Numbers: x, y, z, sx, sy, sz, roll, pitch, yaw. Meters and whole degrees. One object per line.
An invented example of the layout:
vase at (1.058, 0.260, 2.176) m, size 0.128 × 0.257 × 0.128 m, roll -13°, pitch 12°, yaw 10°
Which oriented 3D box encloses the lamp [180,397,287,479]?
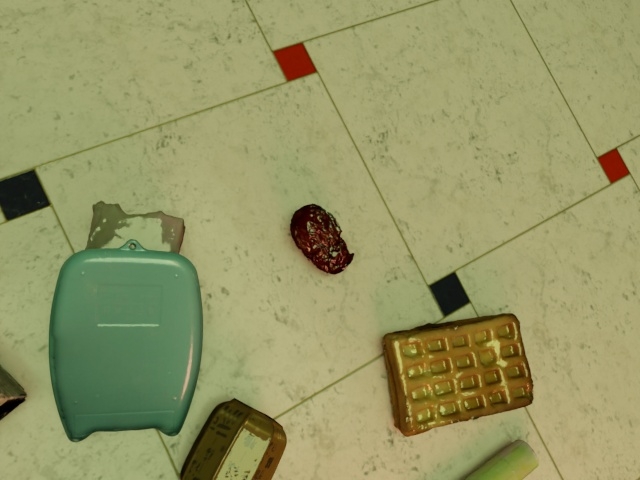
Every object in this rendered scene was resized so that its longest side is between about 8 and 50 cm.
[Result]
lamp at (-0.159, 0.398, 0.974) m, size 0.161 × 0.161 × 0.185 m, roll 32°, pitch 73°, yaw -8°

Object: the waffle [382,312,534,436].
waffle at (0.301, 0.286, 1.174) m, size 0.328 × 0.098 × 0.224 m, roll -8°, pitch 79°, yaw -17°

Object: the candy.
candy at (-0.362, 0.035, 1.001) m, size 0.185 × 0.137 × 0.195 m, roll 13°, pitch 76°, yaw -14°

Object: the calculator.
calculator at (-0.336, 0.184, 0.929) m, size 0.256 × 0.054 × 0.386 m, roll 3°, pitch 103°, yaw -17°

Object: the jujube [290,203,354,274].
jujube at (-0.004, 0.002, 1.141) m, size 0.104 × 0.104 × 0.166 m, roll -33°, pitch 97°, yaw -21°

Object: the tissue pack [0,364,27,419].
tissue pack at (-0.684, 0.305, 0.805) m, size 0.370 × 0.198 × 0.210 m, roll -43°, pitch 95°, yaw -21°

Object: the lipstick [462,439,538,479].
lipstick at (0.336, 0.540, 1.137) m, size 0.304 × 0.076 × 0.076 m, roll -26°, pitch 86°, yaw -22°
